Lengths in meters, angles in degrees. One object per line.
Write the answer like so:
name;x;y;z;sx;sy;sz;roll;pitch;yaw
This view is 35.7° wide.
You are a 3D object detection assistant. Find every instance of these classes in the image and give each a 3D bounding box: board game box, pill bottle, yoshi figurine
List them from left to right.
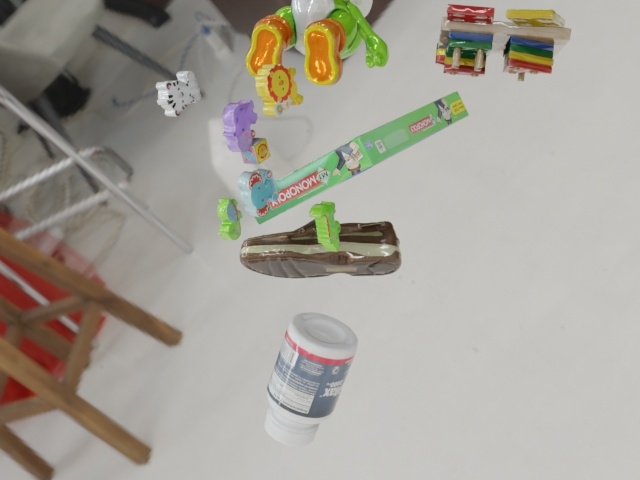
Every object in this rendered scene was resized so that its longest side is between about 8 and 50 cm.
pill bottle;-0.020;0.207;1.463;0.108;0.107;0.180;52;130;52
yoshi figurine;0.008;-0.352;1.696;0.203;0.203;0.362;-33;16;34
board game box;0.060;-0.124;1.442;0.213;0.046;0.317;-25;3;37

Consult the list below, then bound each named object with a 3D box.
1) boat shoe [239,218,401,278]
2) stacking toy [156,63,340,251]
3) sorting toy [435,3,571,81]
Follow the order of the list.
boat shoe;-0.001;0.003;1.586;0.257;0.095;0.095;2;64;-10
stacking toy;-0.078;-0.086;1.079;0.166;0.221;0.052;6;34;39
sorting toy;0.192;-0.202;1.067;0.132;0.274;0.046;6;92;5
